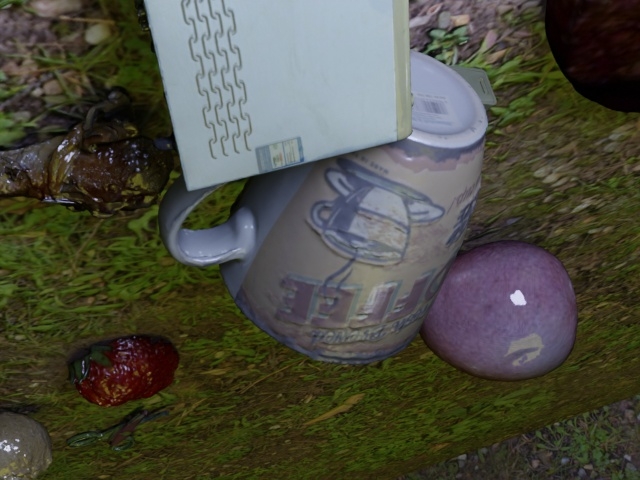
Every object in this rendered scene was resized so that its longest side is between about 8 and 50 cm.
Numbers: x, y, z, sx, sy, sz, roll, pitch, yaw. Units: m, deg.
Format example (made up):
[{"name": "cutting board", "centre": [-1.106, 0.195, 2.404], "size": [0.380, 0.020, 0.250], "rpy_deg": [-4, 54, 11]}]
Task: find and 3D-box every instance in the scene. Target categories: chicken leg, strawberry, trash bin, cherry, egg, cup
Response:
[{"name": "chicken leg", "centre": [-0.231, -0.065, 0.853], "size": [0.196, 0.080, 0.125], "rpy_deg": [-12, 147, 6]}, {"name": "strawberry", "centre": [-0.278, 0.197, 1.388], "size": [0.147, 0.082, 0.187], "rpy_deg": [-28, 160, 38]}, {"name": "trash bin", "centre": [0.124, -0.132, 0.971], "size": [0.061, 0.043, 0.092], "rpy_deg": [-1, 153, -34]}, {"name": "cherry", "centre": [0.252, 0.112, 1.385], "size": [0.239, 0.206, 0.239], "rpy_deg": [-23, 167, -6]}, {"name": "egg", "centre": [-0.478, 0.319, 1.454], "size": [0.140, 0.116, 0.118], "rpy_deg": [6, 175, -34]}, {"name": "cup", "centre": [0.005, -0.049, 0.892], "size": [0.301, 0.227, 0.257], "rpy_deg": [0, 135, -24]}]

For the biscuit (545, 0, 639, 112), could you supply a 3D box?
[{"name": "biscuit", "centre": [0.390, -0.255, 0.830], "size": [0.408, 0.091, 0.407], "rpy_deg": [-13, 157, -6]}]

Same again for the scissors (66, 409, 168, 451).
[{"name": "scissors", "centre": [-0.350, 0.336, 1.694], "size": [0.187, 0.020, 0.134], "rpy_deg": [-31, 148, 31]}]

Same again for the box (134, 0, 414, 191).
[{"name": "box", "centre": [-0.035, -0.169, 0.666], "size": [0.211, 0.045, 0.270], "rpy_deg": [-15, 132, -7]}]
